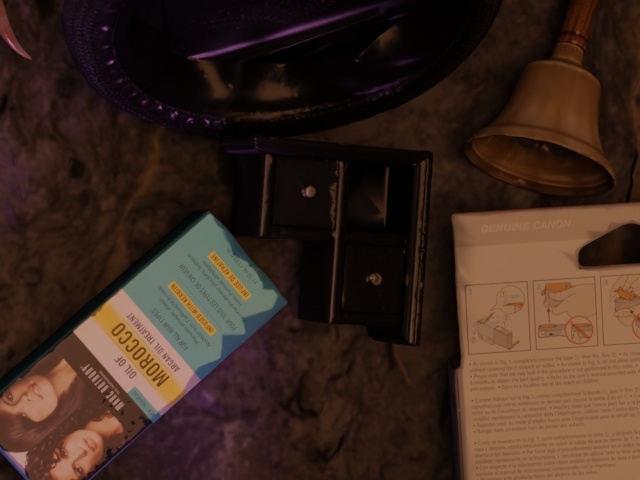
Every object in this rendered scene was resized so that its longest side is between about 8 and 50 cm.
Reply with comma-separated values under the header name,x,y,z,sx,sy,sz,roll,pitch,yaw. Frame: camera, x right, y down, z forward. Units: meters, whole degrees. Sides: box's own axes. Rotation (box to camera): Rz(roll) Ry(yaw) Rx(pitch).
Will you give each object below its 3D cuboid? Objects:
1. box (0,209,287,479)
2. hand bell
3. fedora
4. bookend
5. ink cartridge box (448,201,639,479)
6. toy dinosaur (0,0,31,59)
name,x,y,z,sx,sy,sz,roll,pitch,yaw
box,-0.151,0.090,1.473,0.244,0.060,0.100,-42,99,-10
hand bell,0.208,-0.170,1.546,0.126,0.126,0.242,20,75,-13
fedora,-0.032,-0.216,1.431,0.334,0.334,0.152,0,56,-13
bookend,0.000,0.000,1.486,0.157,0.072,0.156,5,89,-25
ink cartridge box,0.254,0.098,1.540,0.296,0.066,0.261,-3,91,-3
toy dinosaur,-0.275,-0.224,1.444,0.093,0.053,0.183,-13,94,-14
